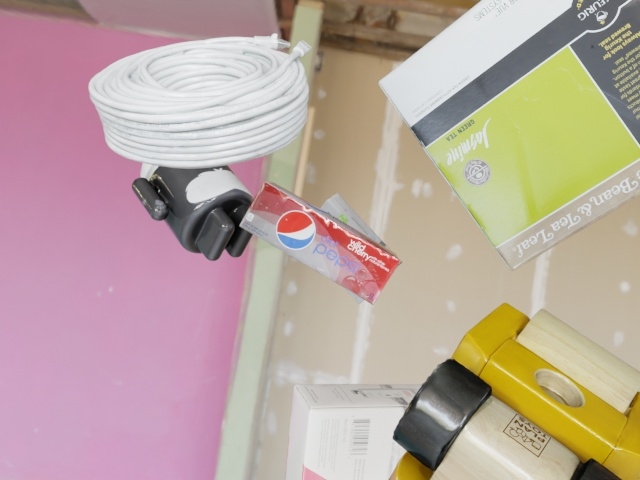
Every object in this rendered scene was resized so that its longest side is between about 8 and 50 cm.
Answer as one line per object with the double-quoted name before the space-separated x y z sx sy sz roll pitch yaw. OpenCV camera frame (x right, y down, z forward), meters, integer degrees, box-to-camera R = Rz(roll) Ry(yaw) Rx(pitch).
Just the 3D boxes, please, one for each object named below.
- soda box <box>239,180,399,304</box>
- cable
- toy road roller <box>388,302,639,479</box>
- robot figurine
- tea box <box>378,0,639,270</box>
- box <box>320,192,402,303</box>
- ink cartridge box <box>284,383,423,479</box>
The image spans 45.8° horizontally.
"soda box" 0.000 0.000 1.286 0.263 0.092 0.083 31 6 -2
"cable" -0.142 -0.172 0.917 0.257 0.089 0.257 1 32 5
"toy road roller" 0.184 0.231 0.766 0.202 0.241 0.329 35 29 20
"robot figurine" -0.242 -0.084 1.500 0.278 0.173 0.209 49 -3 27
"tea box" 0.323 -0.192 1.042 0.329 0.324 0.220 -34 -2 26
"box" 0.055 0.018 1.494 0.038 0.186 0.145 -35 -10 -40
"ink cartridge box" 0.094 0.357 1.281 0.282 0.207 0.117 3 9 -16
